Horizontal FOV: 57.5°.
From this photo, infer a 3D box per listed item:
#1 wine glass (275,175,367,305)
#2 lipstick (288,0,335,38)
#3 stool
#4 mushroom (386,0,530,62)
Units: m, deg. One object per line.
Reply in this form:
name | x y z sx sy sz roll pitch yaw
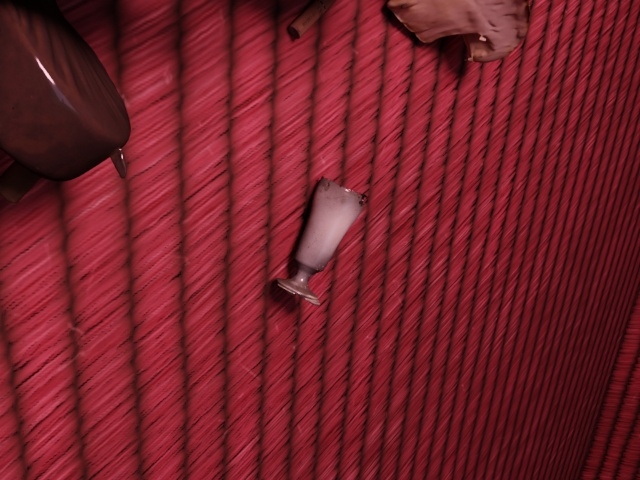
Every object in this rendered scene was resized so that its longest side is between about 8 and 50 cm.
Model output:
wine glass | 0.000 0.000 0.759 0.072 0.072 0.155 23 92 -49
lipstick | -0.001 -0.266 0.663 0.094 0.019 0.019 -51 137 -16
stool | -0.224 -0.126 0.417 0.121 0.125 0.217 -27 101 6
mushroom | 0.177 -0.352 0.746 0.286 0.156 0.151 21 65 -50
